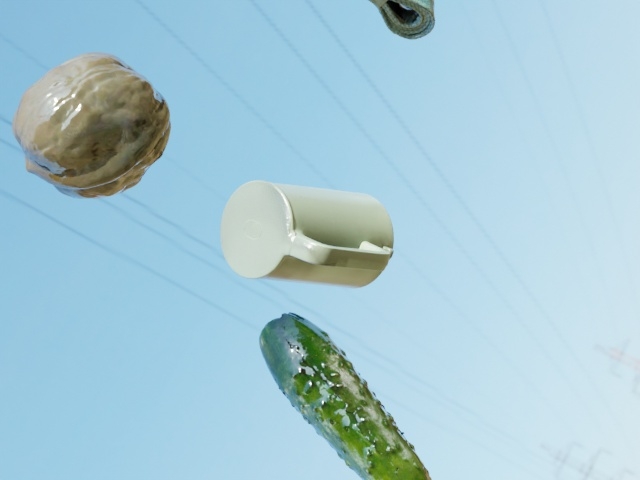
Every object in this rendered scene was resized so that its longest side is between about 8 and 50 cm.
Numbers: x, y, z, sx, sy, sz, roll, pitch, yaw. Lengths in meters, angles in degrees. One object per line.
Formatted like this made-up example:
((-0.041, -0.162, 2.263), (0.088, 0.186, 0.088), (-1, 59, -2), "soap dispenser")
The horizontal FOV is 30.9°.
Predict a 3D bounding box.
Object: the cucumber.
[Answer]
((0.026, 0.151, 0.974), (0.069, 0.227, 0.069), (-35, -21, -16), "cucumber")

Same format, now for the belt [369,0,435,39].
((0.056, -0.413, 1.807), (0.302, 0.087, 0.072), (27, -130, -27), "belt")

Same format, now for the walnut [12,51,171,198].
((-0.331, -0.161, 1.683), (0.224, 0.224, 0.224), (-42, -34, -37), "walnut")

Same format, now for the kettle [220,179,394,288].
((-0.011, 0.008, 2.328), (0.318, 0.265, 0.205), (9, -49, -49), "kettle")
